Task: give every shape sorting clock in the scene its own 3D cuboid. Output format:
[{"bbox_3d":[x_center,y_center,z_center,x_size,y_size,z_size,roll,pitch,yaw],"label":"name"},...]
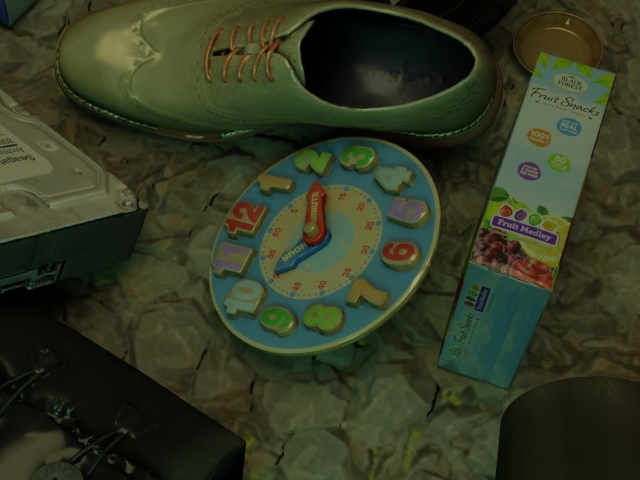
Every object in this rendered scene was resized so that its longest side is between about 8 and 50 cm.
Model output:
[{"bbox_3d":[0.000,0.000,1.112,0.206,0.040,0.206,-18,49,22],"label":"shape sorting clock"}]

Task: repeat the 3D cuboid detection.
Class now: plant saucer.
[{"bbox_3d":[0.220,-0.177,1.280,0.083,0.015,0.083,0,58,0],"label":"plant saucer"}]

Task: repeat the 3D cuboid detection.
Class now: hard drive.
[{"bbox_3d":[-0.334,-0.077,1.101,0.339,0.064,0.237,37,29,23],"label":"hard drive"}]

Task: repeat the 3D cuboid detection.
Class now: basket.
[{"bbox_3d":[0.192,0.223,0.957,0.204,0.154,0.227,-27,43,31],"label":"basket"}]

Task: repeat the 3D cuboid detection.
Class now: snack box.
[{"bbox_3d":[0.161,-0.014,1.087,0.070,0.174,0.207,20,59,7],"label":"snack box"}]

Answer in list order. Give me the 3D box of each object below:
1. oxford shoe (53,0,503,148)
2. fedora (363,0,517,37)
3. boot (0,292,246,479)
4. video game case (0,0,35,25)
[{"bbox_3d":[-0.045,-0.161,1.164,0.397,0.146,0.140,2,83,8],"label":"oxford shoe"},{"bbox_3d":[0.043,-0.319,1.253,0.334,0.334,0.152,14,30,8],"label":"fedora"},{"bbox_3d":[-0.328,0.175,0.995,0.445,0.146,0.367,35,66,13],"label":"boot"},{"bbox_3d":[-0.336,-0.360,1.354,0.269,0.061,0.244,29,61,16],"label":"video game case"}]
